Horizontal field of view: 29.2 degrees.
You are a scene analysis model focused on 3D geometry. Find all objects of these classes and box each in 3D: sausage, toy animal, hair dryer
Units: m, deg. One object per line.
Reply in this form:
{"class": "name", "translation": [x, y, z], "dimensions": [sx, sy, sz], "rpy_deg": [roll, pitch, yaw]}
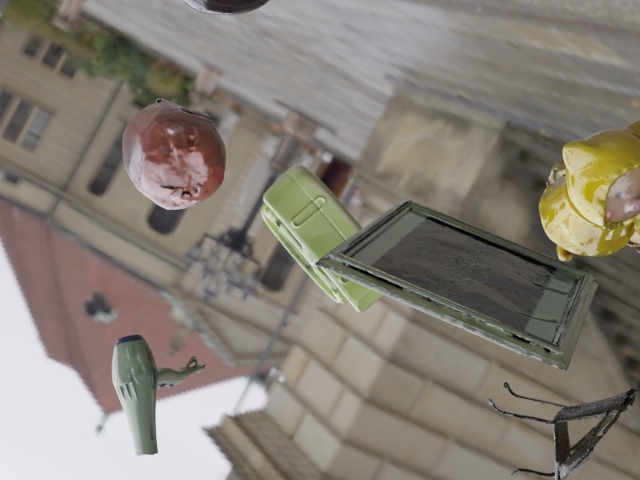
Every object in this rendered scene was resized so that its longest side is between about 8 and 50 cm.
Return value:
{"class": "sausage", "translation": [-0.222, -0.133, 1.856], "dimensions": [0.152, 0.152, 0.280], "rpy_deg": [28, -176, -20]}
{"class": "toy animal", "translation": [0.376, -0.061, 1.658], "dimensions": [0.156, 0.156, 0.230], "rpy_deg": [29, 143, 14]}
{"class": "hair dryer", "translation": [-0.224, 0.231, 1.741], "dimensions": [0.067, 0.167, 0.199], "rpy_deg": [-12, 157, 26]}

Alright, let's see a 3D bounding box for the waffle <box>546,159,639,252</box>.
{"class": "waffle", "translation": [0.483, -0.039, 1.903], "dimensions": [0.283, 0.065, 0.309], "rpy_deg": [22, -166, -9]}

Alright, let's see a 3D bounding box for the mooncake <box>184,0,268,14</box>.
{"class": "mooncake", "translation": [-0.092, -0.377, 1.239], "dimensions": [0.283, 0.283, 0.141], "rpy_deg": [27, -166, -40]}

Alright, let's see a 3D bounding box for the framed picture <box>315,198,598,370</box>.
{"class": "framed picture", "translation": [0.143, 0.028, 1.154], "dimensions": [0.231, 0.018, 0.293], "rpy_deg": [23, -162, 11]}

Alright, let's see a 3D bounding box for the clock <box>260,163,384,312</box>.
{"class": "clock", "translation": [0.000, 0.000, 1.392], "dimensions": [0.170, 0.069, 0.232], "rpy_deg": [49, 174, -4]}

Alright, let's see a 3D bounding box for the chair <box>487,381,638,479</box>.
{"class": "chair", "translation": [0.354, 0.281, 1.767], "dimensions": [0.213, 0.149, 0.174], "rpy_deg": [-7, -177, 23]}
